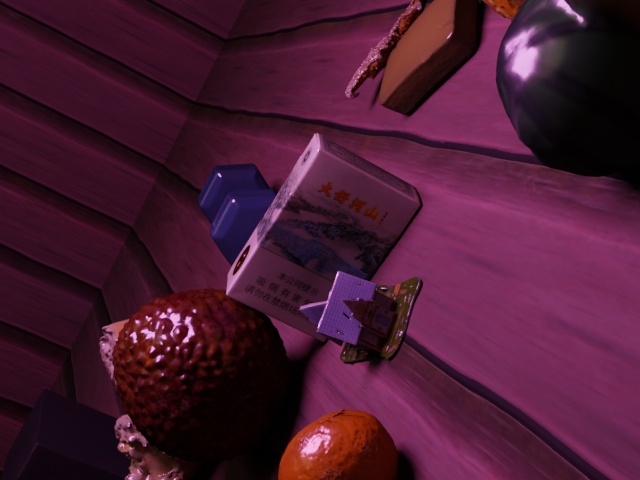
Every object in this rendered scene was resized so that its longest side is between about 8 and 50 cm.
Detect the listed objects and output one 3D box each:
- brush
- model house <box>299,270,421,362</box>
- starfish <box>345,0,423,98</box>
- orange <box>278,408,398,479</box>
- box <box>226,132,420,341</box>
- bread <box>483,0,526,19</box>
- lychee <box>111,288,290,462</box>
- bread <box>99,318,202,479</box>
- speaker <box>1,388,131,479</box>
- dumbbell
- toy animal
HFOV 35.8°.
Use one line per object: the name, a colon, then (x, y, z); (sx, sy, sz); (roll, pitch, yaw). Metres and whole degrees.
brush: (0.165, -0.285, 1.497); (0.197, 0.059, 0.123); (-42, 31, 50)
model house: (0.040, 0.089, 1.279); (0.167, 0.088, 0.117); (-15, 52, 67)
starfish: (0.124, -0.341, 1.683); (0.240, 0.043, 0.227); (-58, 9, -8)
orange: (0.022, 0.247, 1.064); (0.117, 0.136, 0.135); (43, 109, 36)
box: (0.000, 0.000, 1.388); (0.256, 0.164, 0.069); (-57, 17, 21)
bread: (0.269, -0.394, 1.256); (0.229, 0.140, 0.143); (-58, 27, 20)
lychee: (-0.169, 0.190, 1.435); (0.260, 0.261, 0.260); (-53, 21, 30)
bread: (-0.243, 0.276, 1.640); (0.171, 0.192, 0.313); (21, 117, 54)
speaker: (-0.462, 0.447, 1.900); (0.184, 0.254, 0.232); (-60, 19, 10)
dumbbell: (-0.143, -0.049, 1.882); (0.144, 0.160, 0.325); (-32, 19, -3)
toy animal: (0.278, -0.219, 0.881); (0.338, 0.191, 0.216); (-57, 20, 21)
